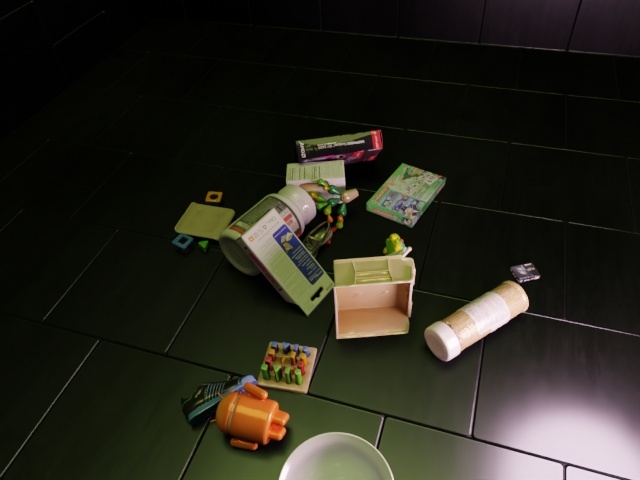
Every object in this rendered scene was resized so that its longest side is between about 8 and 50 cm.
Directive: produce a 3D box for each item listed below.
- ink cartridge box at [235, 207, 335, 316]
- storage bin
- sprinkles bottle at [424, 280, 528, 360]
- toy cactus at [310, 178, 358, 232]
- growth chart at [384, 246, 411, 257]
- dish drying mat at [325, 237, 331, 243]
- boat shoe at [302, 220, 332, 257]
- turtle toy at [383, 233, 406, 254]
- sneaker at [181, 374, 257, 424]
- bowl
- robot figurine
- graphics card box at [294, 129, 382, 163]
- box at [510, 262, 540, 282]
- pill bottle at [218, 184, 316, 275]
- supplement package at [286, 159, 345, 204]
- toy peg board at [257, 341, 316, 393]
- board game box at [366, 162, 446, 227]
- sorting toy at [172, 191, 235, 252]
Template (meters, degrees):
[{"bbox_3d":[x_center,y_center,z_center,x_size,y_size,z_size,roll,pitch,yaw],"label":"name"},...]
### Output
[{"bbox_3d":[-0.117,0.081,1.872,0.371,0.069,0.176,50,56,-9],"label":"ink cartridge box"},{"bbox_3d":[0.173,0.187,1.724,0.261,0.262,0.123,-4,43,0],"label":"storage bin"},{"bbox_3d":[0.511,0.257,1.723,0.356,0.121,0.121,-26,49,-20],"label":"sprinkles bottle"},{"bbox_3d":[0.067,-0.156,2.146,0.181,0.112,0.218,-23,82,-11],"label":"toy cactus"},{"bbox_3d":[0.223,0.090,1.873,0.172,0.237,0.021,-42,95,-26],"label":"growth chart"},{"bbox_3d":[0.000,0.000,2.100,0.083,0.008,0.032,4,47,8],"label":"dish drying mat"},{"bbox_3d":[-0.034,0.008,2.043,0.080,0.073,0.223,26,57,28],"label":"boat shoe"},{"bbox_3d":[0.284,0.024,2.005,0.066,0.095,0.130,5,42,-21],"label":"turtle toy"},{"bbox_3d":[-0.313,0.461,1.615,0.232,0.081,0.090,-26,54,-20],"label":"sneaker"},{"bbox_3d":[0.042,0.660,1.351,0.298,0.134,0.297,-3,45,3],"label":"bowl"},{"bbox_3d":[-0.204,0.506,1.522,0.220,0.158,0.128,12,37,9],"label":"robot figurine"},{"bbox_3d":[0.072,-0.396,2.337,0.371,0.233,0.094,-7,88,-5],"label":"graphics card box"},{"bbox_3d":[0.741,0.117,1.917,0.083,0.018,0.067,-11,46,-6],"label":"box"},{"bbox_3d":[-0.193,-0.049,2.023,0.210,0.210,0.363,27,53,28],"label":"pill bottle"},{"bbox_3d":[-0.017,-0.243,2.252,0.244,0.139,0.133,-4,43,3],"label":"supplement package"},{"bbox_3d":[-0.107,0.384,1.677,0.161,0.079,0.160,6,46,10],"label":"toy peg board"},{"bbox_3d":[0.366,-0.199,2.243,0.214,0.046,0.317,24,52,26],"label":"board game box"},{"bbox_3d":[-0.474,-0.073,2.188,0.196,0.047,0.347,13,48,11],"label":"sorting toy"}]
